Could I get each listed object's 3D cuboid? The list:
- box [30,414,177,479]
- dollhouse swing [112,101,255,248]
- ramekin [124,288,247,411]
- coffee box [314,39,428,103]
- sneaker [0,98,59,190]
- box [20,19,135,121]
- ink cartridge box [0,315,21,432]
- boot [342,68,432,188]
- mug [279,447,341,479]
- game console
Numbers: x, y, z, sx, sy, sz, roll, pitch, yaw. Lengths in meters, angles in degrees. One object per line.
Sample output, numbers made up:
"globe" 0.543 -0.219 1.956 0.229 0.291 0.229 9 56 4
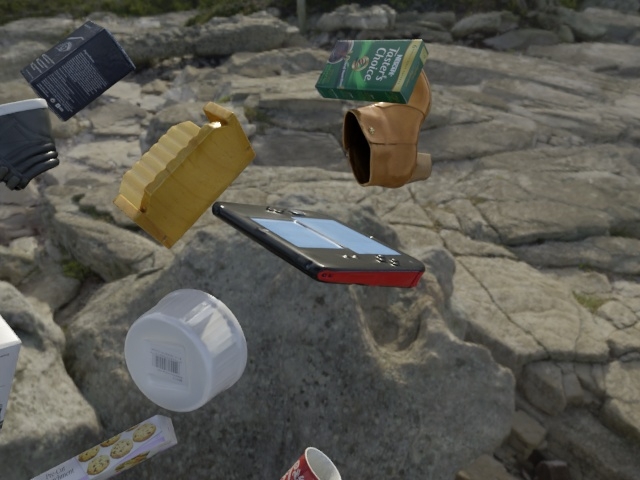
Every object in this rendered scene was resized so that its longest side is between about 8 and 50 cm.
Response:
"box" -0.475 0.487 1.186 0.324 0.063 0.067 -27 61 2
"dollhouse swing" -0.407 -0.217 1.412 0.305 0.315 0.347 39 80 17
"ramekin" -0.326 0.266 1.276 0.277 0.277 0.135 18 21 16
"coffee box" 0.090 -0.307 0.970 0.184 0.040 0.113 16 74 35
"sneaker" -0.612 -0.143 0.959 0.295 0.147 0.104 -26 13 -28
"box" -0.551 -0.388 1.222 0.207 0.108 0.153 -41 42 -10
"ink cartridge box" -0.790 0.291 1.101 0.285 0.395 0.166 37 26 24
"boot" 0.122 -0.246 1.034 0.104 0.295 0.211 -13 -6 43
"mug" -0.040 0.583 1.210 0.169 0.113 0.150 -46 53 8
"game console" 0.000 0.000 1.154 0.342 0.060 0.386 9 14 -45
